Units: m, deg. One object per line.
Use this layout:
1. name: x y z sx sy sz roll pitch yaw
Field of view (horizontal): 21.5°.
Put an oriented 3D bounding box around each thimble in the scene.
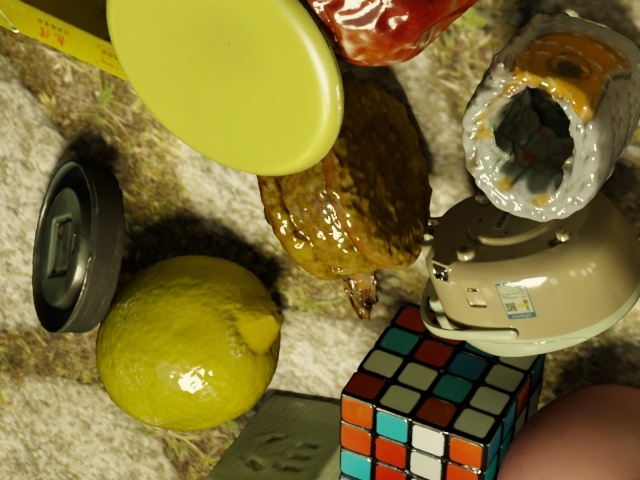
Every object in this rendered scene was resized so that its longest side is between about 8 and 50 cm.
1. thimble: 0.195 -0.105 1.415 0.127 0.118 0.151 24 134 15

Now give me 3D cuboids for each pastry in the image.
1. pastry: 0.022 -0.055 1.520 0.103 0.188 0.188 -14 116 29

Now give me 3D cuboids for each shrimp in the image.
1. shrimp: -0.001 0.001 1.684 0.124 0.034 0.178 9 126 31

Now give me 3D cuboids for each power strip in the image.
1. power strip: -0.034 0.286 1.791 0.140 0.224 0.139 6 126 28

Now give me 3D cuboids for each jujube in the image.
1. jujube: 0.021 -0.266 1.368 0.255 0.190 0.190 56 136 10

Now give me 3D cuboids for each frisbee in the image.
1. frisbee: -0.083 -0.148 1.393 0.236 0.017 0.236 23 138 23

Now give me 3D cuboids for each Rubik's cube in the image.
1. Rubik's cube: 0.118 0.180 1.662 0.155 0.154 0.151 18 132 21

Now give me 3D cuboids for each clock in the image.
1. clock: -0.254 0.008 1.764 0.040 0.184 0.184 7 143 -27

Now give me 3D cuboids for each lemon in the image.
1. lemon: -0.144 0.109 1.754 0.248 0.184 0.184 -21 111 40

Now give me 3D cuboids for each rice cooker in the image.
1. rice cooker: 0.184 0.023 1.500 0.206 0.145 0.127 -4 130 26

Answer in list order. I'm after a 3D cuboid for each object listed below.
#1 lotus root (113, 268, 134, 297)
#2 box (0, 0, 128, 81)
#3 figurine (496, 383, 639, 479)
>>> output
1. lotus root: -0.222 0.070 1.868 0.054 0.049 0.099 34 141 3
2. box: -0.176 -0.213 1.542 0.279 0.153 0.041 24 134 14
3. figurine: 0.277 0.232 1.556 0.211 0.270 0.261 45 146 4
